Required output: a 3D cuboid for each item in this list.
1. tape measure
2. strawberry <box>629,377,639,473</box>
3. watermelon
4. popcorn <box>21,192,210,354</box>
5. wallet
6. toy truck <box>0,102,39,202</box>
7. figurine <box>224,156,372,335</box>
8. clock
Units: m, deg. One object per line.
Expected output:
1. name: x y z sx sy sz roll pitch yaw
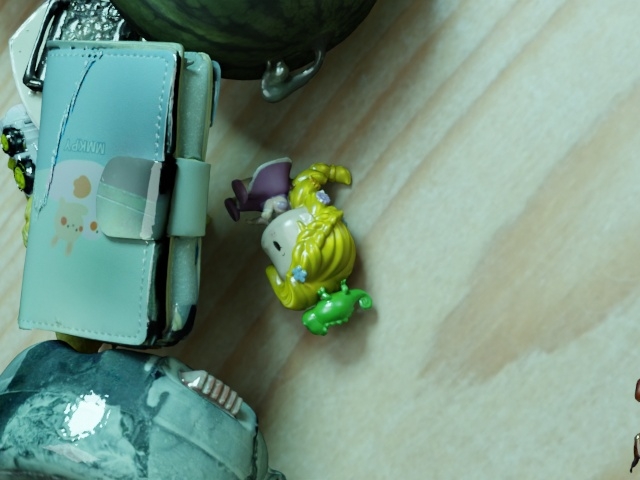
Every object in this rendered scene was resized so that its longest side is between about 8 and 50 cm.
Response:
1. tape measure: -0.169 0.197 1.396 0.256 0.275 0.147 -3 51 33
2. strawberry: 0.377 0.069 1.177 0.253 0.150 0.280 9 89 50
3. watermelon: -0.077 -0.294 1.394 0.279 0.279 0.359 -34 75 20
4. popcorn: -0.186 0.013 1.487 0.173 0.168 0.195 -8 93 49
5. wallet: -0.174 -0.040 1.345 0.176 0.075 0.250 7 90 35
6. toy truck: -0.279 -0.080 1.596 0.111 0.076 0.077 62 149 21
7. figurine: 0.000 0.000 1.428 0.115 0.095 0.156 -25 71 -18
8. clock: -0.225 -0.180 1.548 0.172 0.064 0.198 12 75 17
